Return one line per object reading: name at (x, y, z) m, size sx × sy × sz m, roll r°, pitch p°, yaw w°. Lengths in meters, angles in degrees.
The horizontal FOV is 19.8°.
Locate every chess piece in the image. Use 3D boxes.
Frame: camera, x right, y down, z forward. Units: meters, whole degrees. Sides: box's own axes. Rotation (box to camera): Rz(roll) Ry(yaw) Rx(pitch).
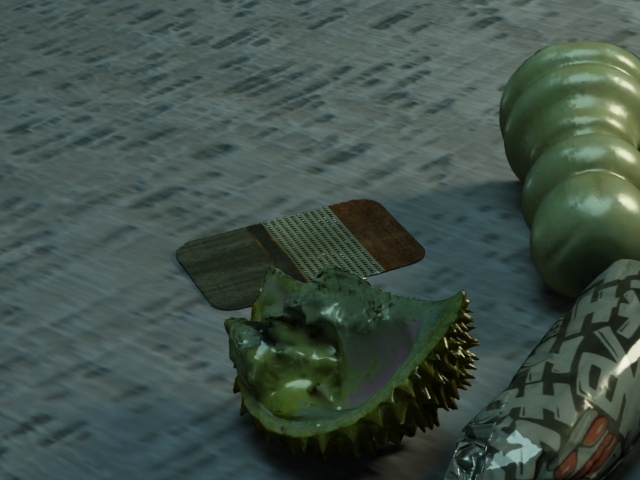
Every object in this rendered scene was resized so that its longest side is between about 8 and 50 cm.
chess piece at (0.286, -0.063, 1.964) m, size 0.182 × 0.182 × 0.330 m, roll -2°, pitch 35°, yaw 5°

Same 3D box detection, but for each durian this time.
durian at (0.014, 0.108, 1.680) m, size 0.172 × 0.166 × 0.306 m, roll -19°, pitch 22°, yaw -29°

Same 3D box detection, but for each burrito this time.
burrito at (0.228, 0.145, 1.644) m, size 0.139 × 0.101 × 0.445 m, roll 4°, pitch 29°, yaw 33°

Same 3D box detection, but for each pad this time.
pad at (0.004, 0.023, 1.947) m, size 0.250 × 0.055 × 0.323 m, roll -14°, pitch 12°, yaw -18°
